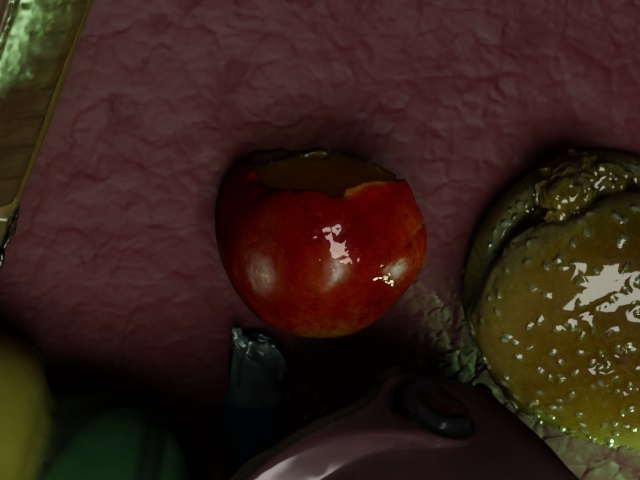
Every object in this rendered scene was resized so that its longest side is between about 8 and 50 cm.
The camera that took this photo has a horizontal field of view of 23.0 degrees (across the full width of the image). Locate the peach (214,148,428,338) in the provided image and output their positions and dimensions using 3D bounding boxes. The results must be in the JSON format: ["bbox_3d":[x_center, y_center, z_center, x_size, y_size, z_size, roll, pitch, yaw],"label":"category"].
[{"bbox_3d":[0.000,0.007,1.040,0.151,0.118,0.151,2,122,4],"label":"peach"}]

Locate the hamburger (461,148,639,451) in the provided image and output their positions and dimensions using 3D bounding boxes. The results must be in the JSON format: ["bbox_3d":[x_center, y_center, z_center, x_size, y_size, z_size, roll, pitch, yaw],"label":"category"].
[{"bbox_3d":[0.196,0.042,1.094,0.189,0.122,0.215,-36,116,11],"label":"hamburger"}]

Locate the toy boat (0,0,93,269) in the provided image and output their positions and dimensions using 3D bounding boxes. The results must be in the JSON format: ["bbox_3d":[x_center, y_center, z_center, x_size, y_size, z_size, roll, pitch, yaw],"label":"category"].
[{"bbox_3d":[-0.192,-0.146,0.900,0.136,0.162,0.445,18,112,-16],"label":"toy boat"}]

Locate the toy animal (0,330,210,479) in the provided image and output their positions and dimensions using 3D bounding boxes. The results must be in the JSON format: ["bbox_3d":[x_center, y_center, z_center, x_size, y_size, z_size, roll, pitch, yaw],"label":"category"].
[{"bbox_3d":[-0.223,0.156,1.037,0.338,0.216,0.191,17,86,-21],"label":"toy animal"}]

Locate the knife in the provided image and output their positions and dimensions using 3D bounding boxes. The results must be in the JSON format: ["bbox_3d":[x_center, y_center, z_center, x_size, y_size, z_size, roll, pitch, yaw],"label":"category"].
[{"bbox_3d":[-0.057,0.189,1.179,0.044,0.026,0.296,2,119,-9],"label":"knife"}]

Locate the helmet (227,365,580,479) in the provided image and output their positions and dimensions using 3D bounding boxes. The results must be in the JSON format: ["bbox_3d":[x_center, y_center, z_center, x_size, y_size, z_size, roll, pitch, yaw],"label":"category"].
[{"bbox_3d":[0.071,0.242,1.066,0.338,0.197,0.271,7,117,-58],"label":"helmet"}]
